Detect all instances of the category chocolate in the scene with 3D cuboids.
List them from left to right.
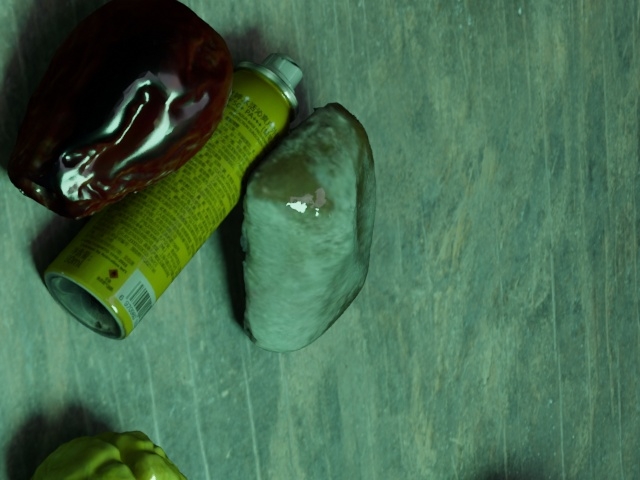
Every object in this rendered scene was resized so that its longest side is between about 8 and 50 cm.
[{"bbox_3d":[0.000,0.000,1.811,0.185,0.100,0.303,-51,158,-34],"label":"chocolate"}]

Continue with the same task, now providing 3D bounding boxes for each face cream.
[{"bbox_3d":[-0.132,-0.060,1.700,0.349,0.105,0.105,-52,134,-24],"label":"face cream"}]

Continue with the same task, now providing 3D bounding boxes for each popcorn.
[{"bbox_3d":[-0.188,0.300,1.671,0.200,0.203,0.226,-11,127,-36],"label":"popcorn"}]

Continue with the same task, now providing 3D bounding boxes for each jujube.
[{"bbox_3d":[-0.189,-0.122,1.583,0.236,0.168,0.168,-51,134,-17],"label":"jujube"}]
